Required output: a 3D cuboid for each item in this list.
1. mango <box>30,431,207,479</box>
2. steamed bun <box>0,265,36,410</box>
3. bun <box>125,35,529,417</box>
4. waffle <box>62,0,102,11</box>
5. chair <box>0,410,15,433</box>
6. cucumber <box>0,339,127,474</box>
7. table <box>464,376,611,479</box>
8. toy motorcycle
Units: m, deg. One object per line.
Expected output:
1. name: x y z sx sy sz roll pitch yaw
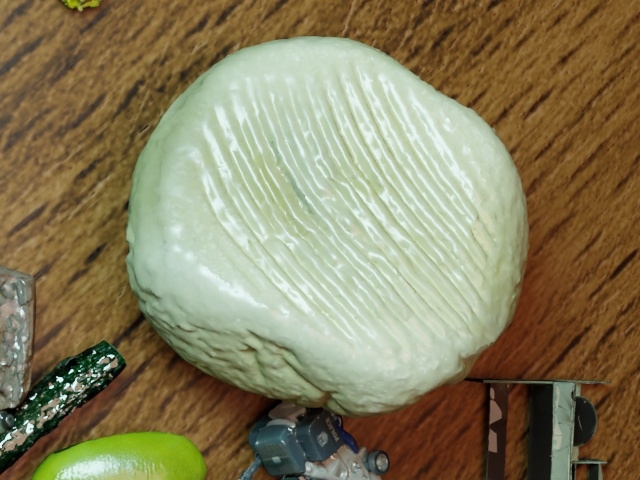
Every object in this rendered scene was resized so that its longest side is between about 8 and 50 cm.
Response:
1. mango: -0.179 0.218 1.659 0.165 0.074 0.091 -8 95 -26
2. steamed bun: -0.325 0.082 1.570 0.175 0.106 0.145 5 87 -29
3. bun: 0.000 0.000 1.658 0.352 0.227 0.349 -27 79 -18
4. waffle: -0.273 -0.268 1.629 0.194 0.051 0.149 14 84 -31
5. chair: -0.377 0.235 1.516 0.147 0.270 0.136 -22 97 -61
6. cucumber: -0.276 0.177 1.629 0.256 0.043 0.044 -41 108 -20
7. table: 0.225 0.213 1.868 0.175 0.062 0.146 3 88 -23
8. toy motorcycle: 0.005 0.253 1.743 0.150 0.102 0.221 -40 110 -43
